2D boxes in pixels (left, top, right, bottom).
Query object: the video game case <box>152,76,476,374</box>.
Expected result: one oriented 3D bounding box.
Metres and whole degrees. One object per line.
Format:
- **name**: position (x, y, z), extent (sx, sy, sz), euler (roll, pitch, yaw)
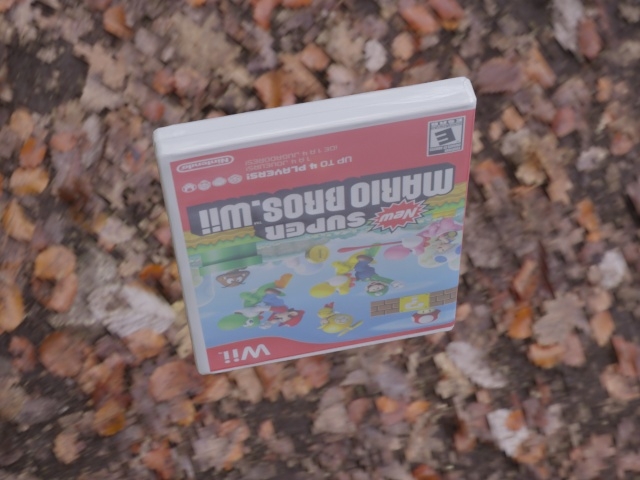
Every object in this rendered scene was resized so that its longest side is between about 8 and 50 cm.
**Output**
- **video game case**: position (0.000, 0.000, 1.051), extent (0.204, 0.285, 0.025), euler (-10, 57, -5)
